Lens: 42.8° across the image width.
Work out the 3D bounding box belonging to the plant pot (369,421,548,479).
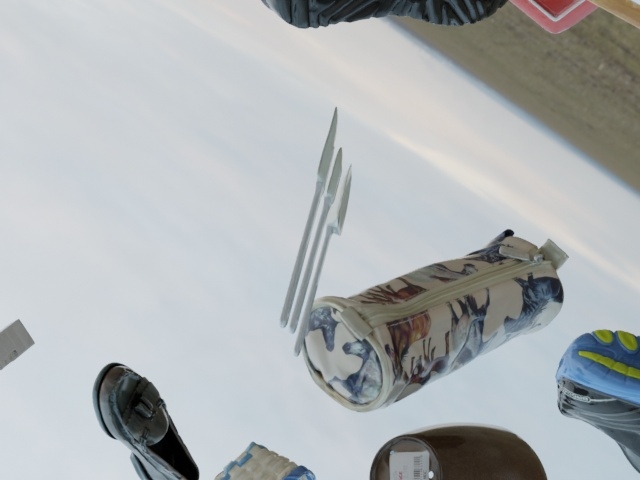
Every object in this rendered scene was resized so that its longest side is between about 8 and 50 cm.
[{"bbox_3d":[0.172,0.339,1.125,0.230,0.215,0.215,32,-168,-48],"label":"plant pot"}]

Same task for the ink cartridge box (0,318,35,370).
[{"bbox_3d":[-0.628,0.211,1.630,0.062,0.029,0.115,61,-155,-12],"label":"ink cartridge box"}]

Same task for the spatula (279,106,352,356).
[{"bbox_3d":[0.000,0.000,0.887,0.019,0.242,0.168,11,159,8],"label":"spatula"}]

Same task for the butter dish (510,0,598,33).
[{"bbox_3d":[0.324,-0.388,1.094,0.160,0.160,0.118,33,-123,-17],"label":"butter dish"}]

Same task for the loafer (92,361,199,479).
[{"bbox_3d":[-0.238,0.267,1.164,0.084,0.267,0.096,9,-130,20],"label":"loafer"}]

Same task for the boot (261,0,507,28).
[{"bbox_3d":[0.019,-0.319,0.791,0.348,0.131,0.260,-13,-138,-37],"label":"boot"}]

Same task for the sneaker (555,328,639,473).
[{"bbox_3d":[0.241,0.120,0.519,0.188,0.078,0.067,23,-134,15],"label":"sneaker"}]

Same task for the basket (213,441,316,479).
[{"bbox_3d":[-0.070,0.572,1.672,0.289,0.201,0.254,27,152,30],"label":"basket"}]

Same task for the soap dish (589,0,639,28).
[{"bbox_3d":[0.332,-0.288,0.635,0.118,0.291,0.229,22,-159,-45],"label":"soap dish"}]

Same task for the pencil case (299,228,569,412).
[{"bbox_3d":[0.163,0.103,1.132,0.410,0.183,0.160,-16,-131,-38],"label":"pencil case"}]
